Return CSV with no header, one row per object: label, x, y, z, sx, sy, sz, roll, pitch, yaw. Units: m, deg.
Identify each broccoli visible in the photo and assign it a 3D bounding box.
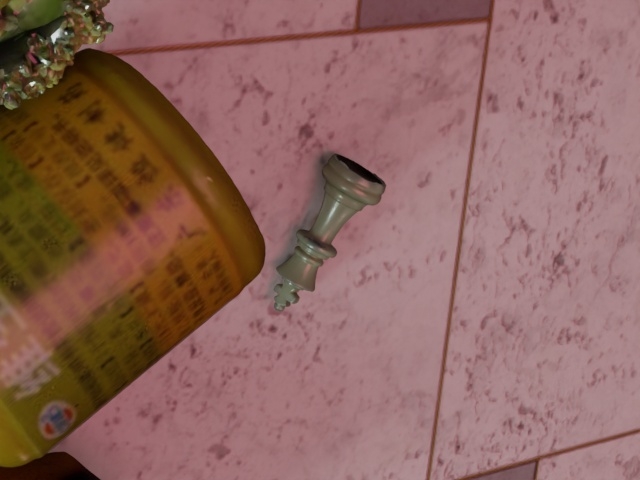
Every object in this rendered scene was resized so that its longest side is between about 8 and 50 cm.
broccoli,-0.242,-0.184,1.143,0.198,0.176,0.226,43,55,-14

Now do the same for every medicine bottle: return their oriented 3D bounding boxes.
medicine bottle,-0.249,0.052,1.223,0.384,0.224,0.224,-40,129,-12

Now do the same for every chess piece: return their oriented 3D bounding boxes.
chess piece,0.000,0.000,1.487,0.059,0.059,0.149,19,105,-40

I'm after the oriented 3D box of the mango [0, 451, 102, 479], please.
mango,-0.266,0.264,1.364,0.287,0.153,0.201,11,96,-41
